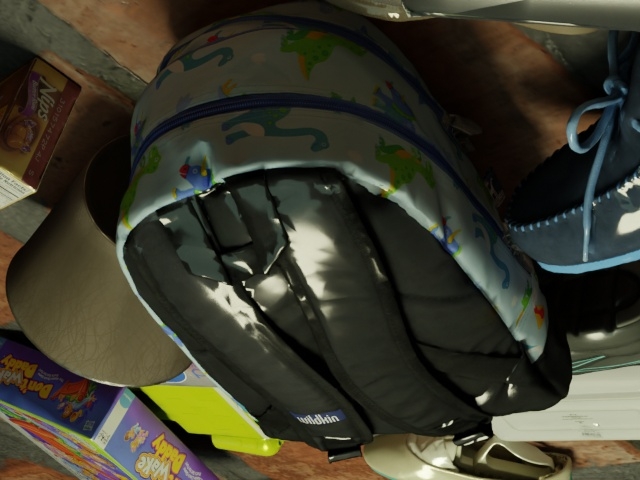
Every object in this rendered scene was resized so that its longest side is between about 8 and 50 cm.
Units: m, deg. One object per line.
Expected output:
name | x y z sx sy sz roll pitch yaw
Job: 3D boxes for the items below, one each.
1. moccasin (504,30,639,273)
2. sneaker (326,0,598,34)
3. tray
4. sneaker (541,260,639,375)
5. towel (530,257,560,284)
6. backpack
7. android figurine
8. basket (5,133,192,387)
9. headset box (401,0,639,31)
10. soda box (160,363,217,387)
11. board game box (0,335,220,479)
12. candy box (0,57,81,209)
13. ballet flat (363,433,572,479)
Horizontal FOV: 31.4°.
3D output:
moccasin | 0.233 -0.099 0.685 0.117 0.137 0.342 36 131 -22
sneaker | 0.087 -0.175 0.687 0.188 0.066 0.071 7 132 7
tray | 0.269 0.176 1.193 0.270 0.030 0.145 -8 143 36
sneaker | 0.177 0.084 0.996 0.267 0.101 0.106 -5 146 33
towel | 0.188 0.019 0.992 0.083 0.009 0.060 29 147 -19
backpack | 0.000 0.000 0.837 0.290 0.273 0.355 -12 157 25
android figurine | -0.126 0.191 1.393 0.273 0.056 0.248 2 146 28
basket | -0.174 0.014 1.035 0.204 0.154 0.227 29 145 -5
headset box | 0.163 -0.196 0.377 0.246 0.283 0.131 7 148 15
soda box | -0.126 0.101 1.213 0.263 0.083 0.092 -2 146 29
board game box | -0.289 0.267 1.520 0.233 0.078 0.347 15 154 31
candy box | -0.289 -0.074 0.980 0.053 0.109 0.187 37 144 -31
ballet flat | 0.176 0.253 1.334 0.248 0.086 0.086 13 150 4
